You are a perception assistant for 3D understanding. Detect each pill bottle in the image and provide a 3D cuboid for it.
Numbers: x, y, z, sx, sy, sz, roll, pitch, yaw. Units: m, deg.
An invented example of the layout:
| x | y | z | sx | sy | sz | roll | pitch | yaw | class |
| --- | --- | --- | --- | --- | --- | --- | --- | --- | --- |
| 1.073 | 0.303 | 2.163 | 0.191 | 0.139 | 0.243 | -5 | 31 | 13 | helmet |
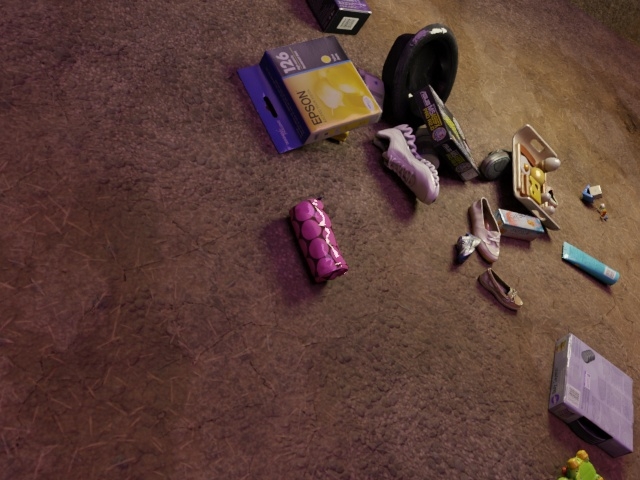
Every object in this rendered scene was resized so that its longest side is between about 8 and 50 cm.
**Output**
| x | y | z | sx | sy | sz | roll | pitch | yaw | class |
| --- | --- | --- | --- | --- | --- | --- | --- | --- | --- |
| 0.329 | -0.283 | 2.002 | 0.078 | 0.078 | 0.137 | 22 | 48 | -20 | pill bottle |

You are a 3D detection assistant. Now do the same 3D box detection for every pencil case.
| x | y | z | sx | sy | sz | roll | pitch | yaw | class |
| --- | --- | --- | --- | --- | --- | --- | --- | --- | --- |
| 0.000 | 0.000 | 1.556 | 0.098 | 0.095 | 0.209 | 10 | 54 | -49 | pencil case |

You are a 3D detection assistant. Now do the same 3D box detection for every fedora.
| x | y | z | sx | sy | sz | roll | pitch | yaw | class |
| --- | --- | --- | --- | --- | --- | --- | --- | --- | --- |
| 0.293 | -0.535 | 2.047 | 0.334 | 0.334 | 0.152 | -14 | 36 | -41 | fedora |

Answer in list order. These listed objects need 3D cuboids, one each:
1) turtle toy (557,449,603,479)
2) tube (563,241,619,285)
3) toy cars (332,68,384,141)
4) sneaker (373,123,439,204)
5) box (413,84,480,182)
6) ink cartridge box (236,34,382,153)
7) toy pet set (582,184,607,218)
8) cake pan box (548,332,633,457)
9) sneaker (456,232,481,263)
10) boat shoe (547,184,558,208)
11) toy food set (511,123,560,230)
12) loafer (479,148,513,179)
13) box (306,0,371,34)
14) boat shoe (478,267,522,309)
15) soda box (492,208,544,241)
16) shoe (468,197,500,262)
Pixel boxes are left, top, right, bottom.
| x | y | z | sx | sy | sz | roll | pitch | yaw | class |
| --- | --- | --- | --- | --- | --- | --- | --- | --- | --- |
| 0.628 | 0.582 | 1.573 | 0.130 | 0.066 | 0.095 | -14 | 68 | -40 | turtle toy |
| 0.904 | 0.080 | 2.157 | 0.207 | 0.052 | 0.080 | 30 | 41 | -6 | tube |
| 0.104 | -0.433 | 1.950 | 0.176 | 0.087 | 0.393 | 47 | 44 | 3 | toy cars |
| 0.250 | -0.220 | 1.892 | 0.118 | 0.110 | 0.292 | -6 | 53 | -29 | sneaker |
| 0.401 | -0.332 | 2.019 | 0.270 | 0.060 | 0.216 | 33 | 38 | -52 | box |
| -0.033 | -0.417 | 1.783 | 0.307 | 0.072 | 0.304 | -20 | 69 | -21 | ink cartridge box |
| 1.032 | -0.150 | 2.424 | 0.114 | 0.065 | 0.122 | 49 | 33 | -49 | toy pet set |
| 0.754 | 0.429 | 1.777 | 0.245 | 0.070 | 0.267 | 34 | 45 | -6 | cake pan box |
| 0.418 | 0.019 | 1.866 | 0.058 | 0.052 | 0.135 | 39 | 36 | 10 | sneaker |
| 0.807 | -0.164 | 2.272 | 0.049 | 0.043 | 0.137 | 18 | 48 | -21 | boat shoe |
| 0.741 | -0.211 | 2.156 | 0.219 | 0.092 | 0.306 | 33 | 52 | -36 | toy food set |
| 0.605 | -0.269 | 2.191 | 0.267 | 0.096 | 0.084 | -12 | 46 | -47 | loafer |
| 0.051 | -0.814 | 2.182 | 0.153 | 0.108 | 0.207 | -11 | 66 | -39 | box |
| 0.526 | 0.140 | 1.844 | 0.153 | 0.048 | 0.056 | 42 | 45 | -1 | boat shoe |
| 0.619 | -0.047 | 2.039 | 0.183 | 0.063 | 0.058 | 9 | 54 | -30 | soda box |
| 0.503 | -0.035 | 1.951 | 0.076 | 0.058 | 0.219 | 13 | 52 | -27 | shoe |
